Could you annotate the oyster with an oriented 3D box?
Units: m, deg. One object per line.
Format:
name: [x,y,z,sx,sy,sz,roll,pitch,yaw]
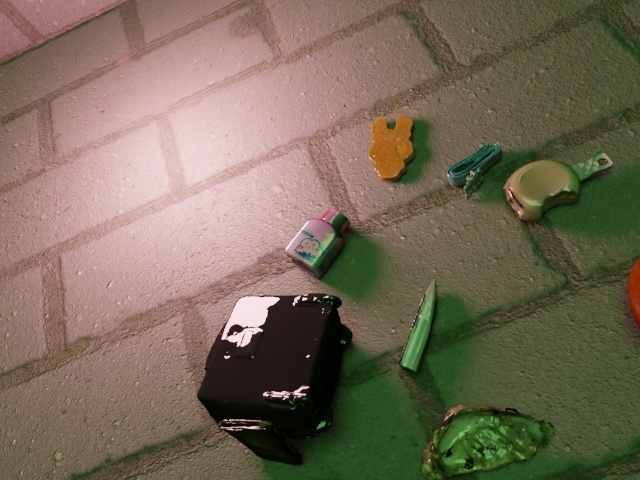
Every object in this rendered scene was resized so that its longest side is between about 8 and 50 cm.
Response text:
oyster: [0.372,0.455,1.216,0.295,0.094,0.166,-2,81,6]

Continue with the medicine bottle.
medicine bottle: [0.000,0.000,1.551,0.119,0.094,0.188,31,77,26]

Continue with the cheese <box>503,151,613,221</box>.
cheese: [0.641,-0.158,1.435,0.287,0.082,0.163,-23,60,5]

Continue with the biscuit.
biscuit: [0.221,-0.287,1.663,0.144,0.040,0.236,-5,64,23]

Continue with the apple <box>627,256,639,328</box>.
apple: [0.798,0.123,1.170,0.234,0.234,0.233,-7,62,14]

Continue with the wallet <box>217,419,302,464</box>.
wallet: [-0.128,0.475,1.258,0.137,0.255,0.031,-1,53,18]

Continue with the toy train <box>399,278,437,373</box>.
toy train: [0.268,0.215,1.378,0.048,0.055,0.251,16,70,24]

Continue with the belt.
belt: [0.453,-0.209,1.533,0.179,0.065,0.100,-37,49,-2]

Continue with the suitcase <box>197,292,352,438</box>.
suitcase: [-0.115,0.302,1.345,0.340,0.188,0.345,-1,47,20]
